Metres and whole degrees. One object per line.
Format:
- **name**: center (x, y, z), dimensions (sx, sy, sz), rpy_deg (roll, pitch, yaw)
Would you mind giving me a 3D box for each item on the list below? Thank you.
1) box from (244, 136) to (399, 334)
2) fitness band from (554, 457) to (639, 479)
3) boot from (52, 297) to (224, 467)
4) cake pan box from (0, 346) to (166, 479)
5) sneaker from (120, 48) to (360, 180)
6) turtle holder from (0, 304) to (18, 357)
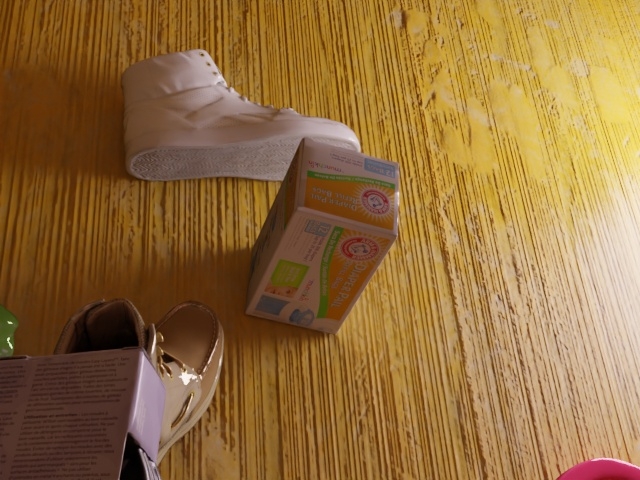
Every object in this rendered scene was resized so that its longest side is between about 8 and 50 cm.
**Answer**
- **box**: center (0.000, 0.000, 1.115), dimensions (0.114, 0.203, 0.103), rpy_deg (13, 51, -11)
- **fitness band**: center (0.347, 0.367, 1.076), dimensions (0.209, 0.054, 0.291), rpy_deg (-25, 68, -37)
- **boot**: center (-0.168, 0.113, 0.962), dimensions (0.095, 0.203, 0.262), rpy_deg (22, 49, 14)
- **cake pan box**: center (-0.247, 0.202, 0.729), dimensions (0.267, 0.070, 0.245), rpy_deg (-7, 53, 10)
- **sneaker**: center (-0.101, -0.165, 1.265), dimensions (0.293, 0.108, 0.169), rpy_deg (-1, 58, -20)
- **turtle holder**: center (-0.460, 0.080, 0.891), dimensions (0.320, 0.243, 0.227), rpy_deg (13, 56, -63)
